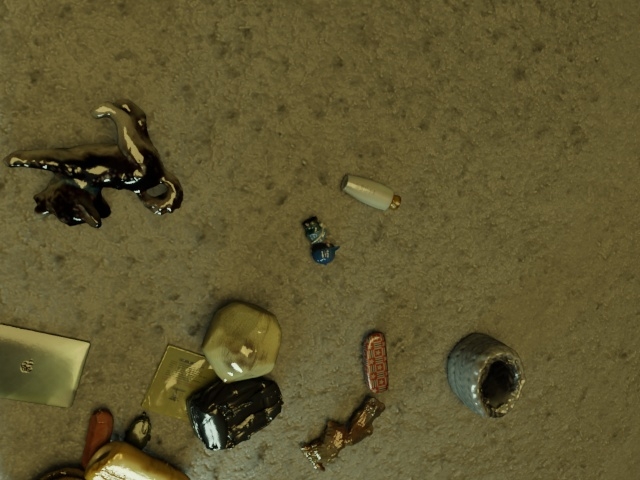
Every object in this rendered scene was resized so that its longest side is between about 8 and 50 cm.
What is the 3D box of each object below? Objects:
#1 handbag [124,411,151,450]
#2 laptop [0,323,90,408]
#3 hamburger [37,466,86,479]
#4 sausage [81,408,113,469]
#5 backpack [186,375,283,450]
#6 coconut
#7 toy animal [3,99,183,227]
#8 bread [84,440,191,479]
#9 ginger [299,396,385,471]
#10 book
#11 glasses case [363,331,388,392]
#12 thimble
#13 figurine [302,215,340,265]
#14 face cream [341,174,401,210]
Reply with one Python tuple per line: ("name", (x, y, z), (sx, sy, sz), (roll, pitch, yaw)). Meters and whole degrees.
("handbag", (-0.495, 0.528, 1.614), (0.072, 0.047, 0.111), (20, 93, -17))
("laptop", (-0.749, 0.320, 1.508), (0.269, 0.015, 0.187), (17, 93, -21))
("hamburger", (-0.664, 0.740, 1.544), (0.259, 0.144, 0.283), (-36, 105, -13))
("sausage", (-0.592, 0.524, 1.574), (0.065, 0.065, 0.169), (12, 96, -21))
("backpack", (-0.230, 0.474, 1.660), (0.258, 0.133, 0.206), (-20, 113, -25))
("coconut", (-0.211, 0.282, 1.595), (0.224, 0.224, 0.224), (-3, 100, -19))
("toy animal", (-0.525, -0.142, 1.415), (0.344, 0.194, 0.302), (-32, 102, -6))
("bread", (-0.484, 0.635, 1.586), (0.142, 0.091, 0.305), (-44, 125, -4))
("ginger", (0.077, 0.588, 1.818), (0.290, 0.084, 0.122), (-34, 87, -7))
("book", (-0.386, 0.403, 1.649), (0.168, 0.013, 0.192), (25, 90, -22))
("glasses case", (0.167, 0.375, 1.819), (0.073, 0.049, 0.194), (-8, 102, -17))
("thimble", (0.534, 0.437, 1.900), (0.217, 0.157, 0.245), (3, 99, -19))
("figurine", (-0.003, 0.004, 1.684), (0.077, 0.079, 0.136), (-20, 116, 28))
("face cream", (0.149, -0.139, 1.724), (0.182, 0.051, 0.072), (19, 92, -20))
